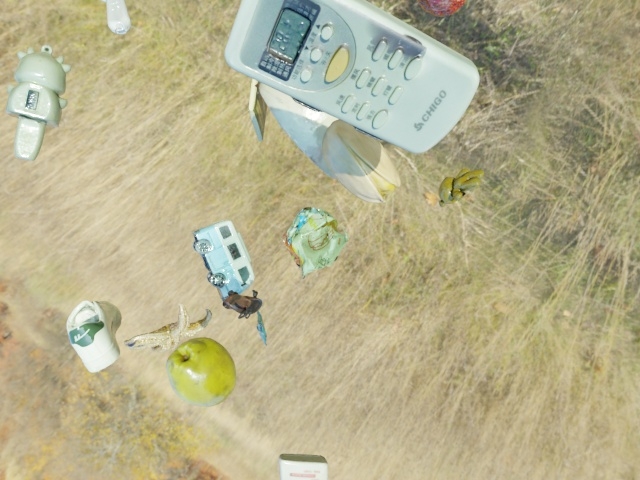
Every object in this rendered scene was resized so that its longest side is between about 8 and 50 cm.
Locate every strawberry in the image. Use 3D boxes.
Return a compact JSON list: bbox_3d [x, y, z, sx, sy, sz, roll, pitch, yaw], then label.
[{"bbox_3d":[0.322,-0.657,1.215,0.131,0.148,0.131,32,149,22],"label":"strawberry"}]

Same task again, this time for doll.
[{"bbox_3d":[0.538,-0.201,1.729,0.097,0.137,0.209,25,160,-24],"label":"doll"}]

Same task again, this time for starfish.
[{"bbox_3d":[-0.411,0.249,1.247,0.071,0.238,0.216,63,153,18],"label":"starfish"}]

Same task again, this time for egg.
[{"bbox_3d":[0.014,-0.331,1.159,0.201,0.337,0.337,-40,102,20],"label":"egg"}]

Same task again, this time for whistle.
[{"bbox_3d":[-0.589,-0.286,0.944,0.110,0.244,0.092,10,179,-24],"label":"whistle"}]

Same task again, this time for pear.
[{"bbox_3d":[-0.196,0.220,0.763,0.107,0.107,0.131,14,153,38],"label":"pear"}]

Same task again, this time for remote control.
[{"bbox_3d":[0.041,-0.208,0.549,0.296,0.056,0.140,22,133,-16],"label":"remote control"}]

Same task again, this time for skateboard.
[{"bbox_3d":[-0.210,0.181,1.251,0.080,0.067,0.151,40,-171,24],"label":"skateboard"}]

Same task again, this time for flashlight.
[{"bbox_3d":[-0.583,-0.670,1.296,0.047,0.093,0.200,89,164,-66],"label":"flashlight"}]

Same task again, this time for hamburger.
[{"bbox_3d":[0.006,-0.006,1.685,0.150,0.276,0.260,5,112,44],"label":"hamburger"}]

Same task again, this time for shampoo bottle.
[{"bbox_3d":[-0.065,0.780,1.336,0.153,0.284,0.071,8,175,-16],"label":"shampoo bottle"}]

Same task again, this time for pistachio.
[{"bbox_3d":[0.075,-0.163,0.939,0.145,0.117,0.200,14,-137,-61],"label":"pistachio"}]

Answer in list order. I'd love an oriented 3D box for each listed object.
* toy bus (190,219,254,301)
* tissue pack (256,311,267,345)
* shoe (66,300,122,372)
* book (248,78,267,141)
[{"bbox_3d":[-0.335,0.066,1.603,0.133,0.165,0.271,7,120,69],"label":"toy bus"},{"bbox_3d":[-0.212,0.314,1.636,0.138,0.028,0.085,-120,15,-76],"label":"tissue pack"},{"bbox_3d":[-0.689,0.238,1.363,0.363,0.132,0.160,34,148,60],"label":"shoe"},{"bbox_3d":[-0.213,-0.484,1.580,0.024,0.228,0.160,-1,153,6],"label":"book"}]
